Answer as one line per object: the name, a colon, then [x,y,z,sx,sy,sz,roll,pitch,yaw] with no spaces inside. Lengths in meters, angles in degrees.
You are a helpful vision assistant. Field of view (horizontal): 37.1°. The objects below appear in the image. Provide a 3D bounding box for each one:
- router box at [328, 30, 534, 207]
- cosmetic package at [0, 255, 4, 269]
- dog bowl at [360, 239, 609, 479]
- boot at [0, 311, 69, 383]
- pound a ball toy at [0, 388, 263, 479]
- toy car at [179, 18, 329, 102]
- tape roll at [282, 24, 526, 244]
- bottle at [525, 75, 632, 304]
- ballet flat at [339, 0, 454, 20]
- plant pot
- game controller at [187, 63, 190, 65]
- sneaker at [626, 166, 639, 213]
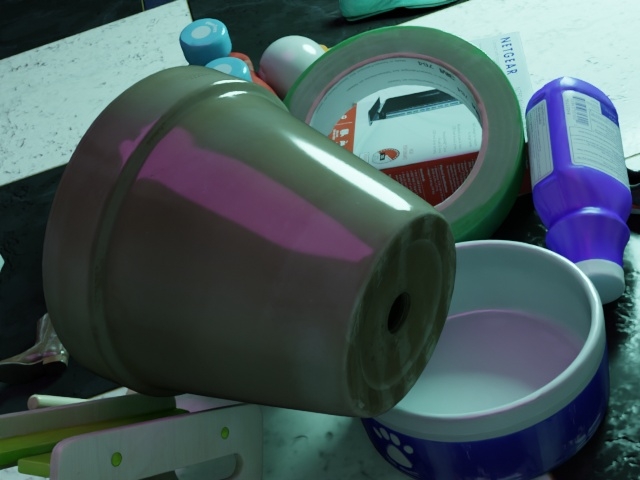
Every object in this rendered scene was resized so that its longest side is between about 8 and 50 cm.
router box: [0.163,-0.172,1.397,0.301,0.082,0.336,-10,35,11]
cosmetic package: [-0.580,0.080,1.288,0.155,0.197,0.366,-12,33,10]
dog bowl: [0.157,0.120,0.973,0.264,0.104,0.265,-13,34,9]
boot: [-0.377,0.134,1.255,0.106,0.037,0.114,-5,37,-4]
pound a ball toy: [-0.202,0.220,0.906,0.208,0.136,0.319,2,-1,31]
toy car: [-0.058,-0.227,1.427,0.237,0.219,0.210,-22,47,-6]
tape roll: [0.098,-0.116,1.216,0.321,0.077,0.322,-5,70,13]
bottle: [0.306,-0.060,1.117,0.092,0.118,0.283,-39,37,44]
ballet flat: [0.152,-0.489,1.843,0.247,0.087,0.083,-7,35,15]
plant pot: [-0.039,0.022,0.880,0.280,0.323,0.323,18,47,30]
game controller: [-0.229,-0.174,1.513,0.067,0.167,0.319,14,43,13]
sneaker: [0.422,-0.061,1.139,0.157,0.065,0.061,8,42,33]
